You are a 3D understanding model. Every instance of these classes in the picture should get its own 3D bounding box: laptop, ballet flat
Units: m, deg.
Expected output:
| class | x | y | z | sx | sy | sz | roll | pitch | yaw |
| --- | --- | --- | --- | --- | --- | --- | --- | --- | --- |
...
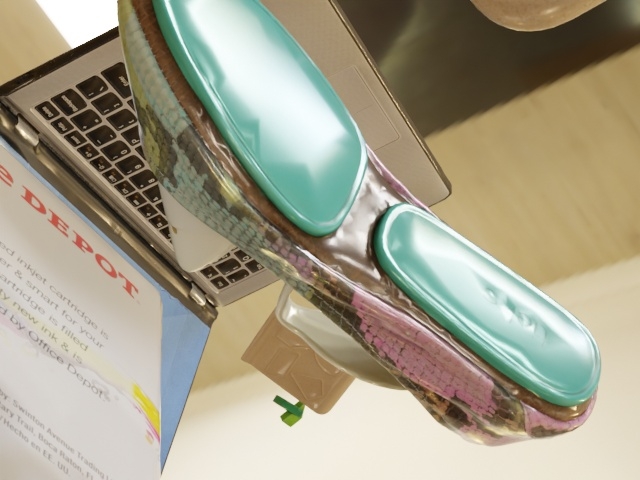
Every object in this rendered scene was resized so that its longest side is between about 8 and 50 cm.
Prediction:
| class | x | y | z | sx | sy | sz | roll | pitch | yaw |
| --- | --- | --- | --- | --- | --- | --- | --- | --- | --- |
| laptop | -0.098 | 0.036 | 1.171 | 0.408 | 0.382 | 0.236 | -26 | -125 | 10 |
| ballet flat | 0.000 | 0.000 | 0.498 | 0.079 | 0.221 | 0.077 | -37 | -163 | 40 |

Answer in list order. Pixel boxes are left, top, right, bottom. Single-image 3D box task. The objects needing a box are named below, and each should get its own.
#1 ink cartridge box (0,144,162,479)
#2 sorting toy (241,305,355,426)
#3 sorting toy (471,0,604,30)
| class | x | y | z | sx | sy | sz | roll | pitch | yaw |
| --- | --- | --- | --- | --- | --- | --- | --- | --- | --- |
| ink cartridge box | -0.194 | 0.085 | 0.552 | 0.197 | 0.198 | 0.270 | -37 | -154 | 15 |
| sorting toy | -0.015 | 0.076 | 0.841 | 0.083 | 0.062 | 0.012 | -56 | -178 | 40 |
| sorting toy | 0.074 | -0.178 | 0.304 | 0.193 | 0.208 | 0.038 | -29 | -163 | 5 |
